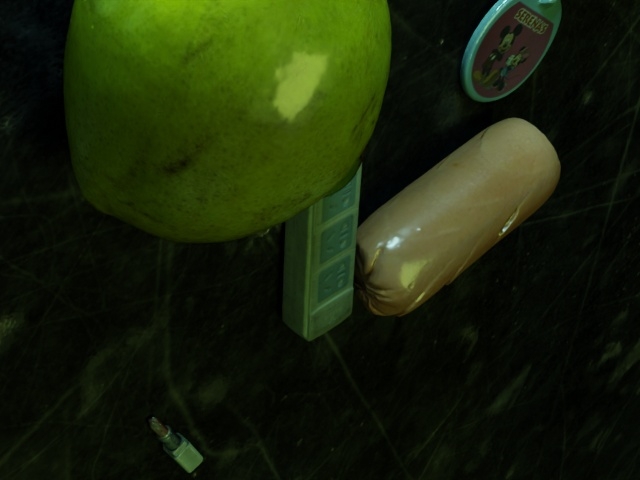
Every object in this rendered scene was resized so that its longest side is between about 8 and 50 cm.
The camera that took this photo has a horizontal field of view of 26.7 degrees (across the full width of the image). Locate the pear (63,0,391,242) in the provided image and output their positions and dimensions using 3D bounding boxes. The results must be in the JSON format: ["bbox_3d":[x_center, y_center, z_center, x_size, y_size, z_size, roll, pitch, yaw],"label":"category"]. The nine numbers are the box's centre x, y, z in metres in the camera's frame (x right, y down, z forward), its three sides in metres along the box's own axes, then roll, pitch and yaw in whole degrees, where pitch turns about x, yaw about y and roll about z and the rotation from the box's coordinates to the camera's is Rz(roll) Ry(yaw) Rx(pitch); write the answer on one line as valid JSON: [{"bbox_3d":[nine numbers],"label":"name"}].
[{"bbox_3d":[-0.078,-0.132,1.055,0.253,0.253,0.307,-10,138,-49],"label":"pear"}]

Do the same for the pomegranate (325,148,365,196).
[{"bbox_3d":[-0.020,-0.099,1.296,0.130,0.130,0.130,-34,144,-29],"label":"pomegranate"}]

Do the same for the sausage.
[{"bbox_3d":[0.153,-0.028,1.583,0.304,0.121,0.121,-37,145,-27],"label":"sausage"}]

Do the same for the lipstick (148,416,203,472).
[{"bbox_3d":[-0.165,0.222,1.495,0.025,0.025,0.107,-46,142,-12],"label":"lipstick"}]

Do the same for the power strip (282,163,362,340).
[{"bbox_3d":[0.000,0.000,1.469,0.078,0.052,0.272,-31,142,-32],"label":"power strip"}]

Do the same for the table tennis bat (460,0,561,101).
[{"bbox_3d":[0.244,-0.265,1.558,0.244,0.040,0.153,-55,149,11],"label":"table tennis bat"}]
